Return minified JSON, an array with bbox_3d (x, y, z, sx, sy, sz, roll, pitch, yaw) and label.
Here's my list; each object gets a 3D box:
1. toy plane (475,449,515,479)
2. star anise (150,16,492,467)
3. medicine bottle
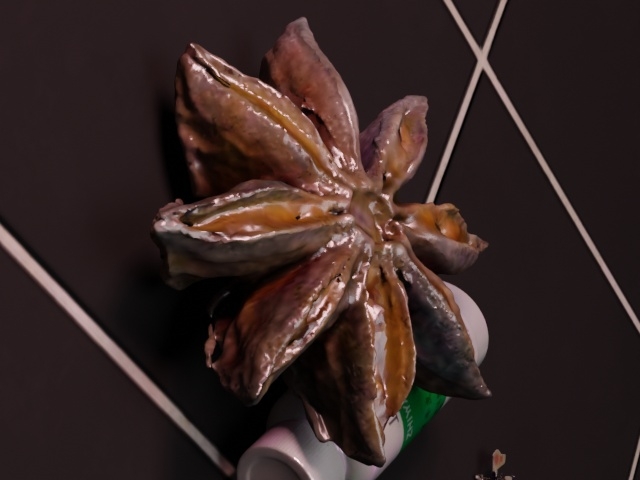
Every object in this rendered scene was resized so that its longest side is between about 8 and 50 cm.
[{"bbox_3d":[0.152,0.246,1.460,0.049,0.031,0.120,18,76,-60],"label":"toy plane"},{"bbox_3d":[0.002,0.001,1.141,0.332,0.117,0.331,18,63,-40],"label":"star anise"},{"bbox_3d":[0.034,0.121,1.236,0.260,0.095,0.095,-41,121,-49],"label":"medicine bottle"}]
